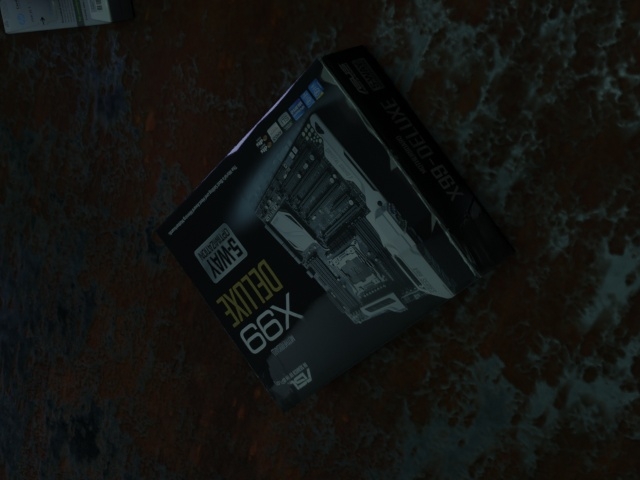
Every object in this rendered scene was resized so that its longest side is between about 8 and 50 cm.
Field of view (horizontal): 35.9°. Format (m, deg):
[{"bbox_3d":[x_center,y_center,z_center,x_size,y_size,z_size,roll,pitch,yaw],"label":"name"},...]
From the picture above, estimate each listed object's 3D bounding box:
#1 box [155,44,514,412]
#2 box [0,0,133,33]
[{"bbox_3d":[0.000,0.000,0.974,0.307,0.076,0.242,-40,83,40],"label":"box"},{"bbox_3d":[-0.297,-0.310,1.102,0.186,0.038,0.145,3,109,36],"label":"box"}]
